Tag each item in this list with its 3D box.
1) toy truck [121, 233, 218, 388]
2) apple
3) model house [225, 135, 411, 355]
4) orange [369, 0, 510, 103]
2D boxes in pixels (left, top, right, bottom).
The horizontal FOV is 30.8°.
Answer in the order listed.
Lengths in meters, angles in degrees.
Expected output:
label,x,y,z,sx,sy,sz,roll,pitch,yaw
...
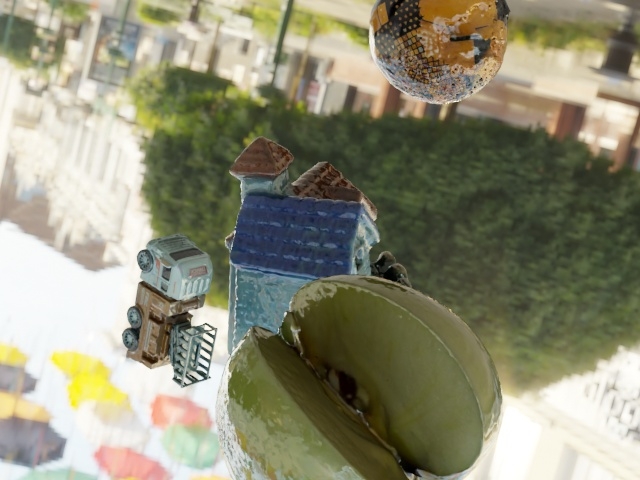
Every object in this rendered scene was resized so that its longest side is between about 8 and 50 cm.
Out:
label,x,y,z,sx,sy,sz,roll,pitch,yaw
toy truck,-0.189,0.090,1.534,0.115,0.177,0.080,28,-153,35
apple,0.036,0.175,1.180,0.254,0.292,0.292,44,-163,17
model house,0.000,0.000,1.653,0.252,0.329,0.295,4,-159,23
orange,0.190,-0.338,1.880,0.234,0.234,0.182,14,-165,-9
